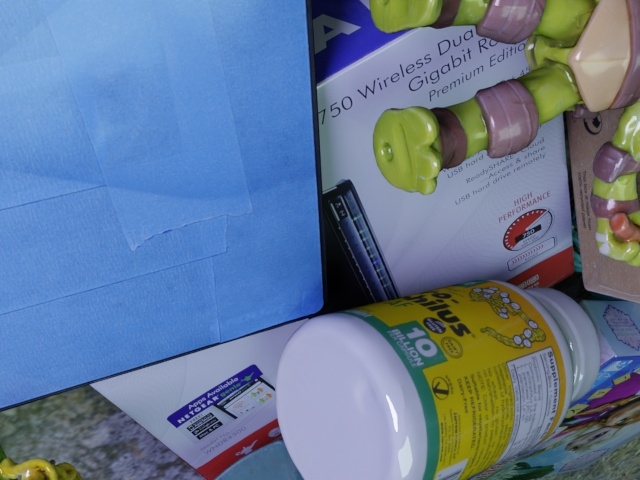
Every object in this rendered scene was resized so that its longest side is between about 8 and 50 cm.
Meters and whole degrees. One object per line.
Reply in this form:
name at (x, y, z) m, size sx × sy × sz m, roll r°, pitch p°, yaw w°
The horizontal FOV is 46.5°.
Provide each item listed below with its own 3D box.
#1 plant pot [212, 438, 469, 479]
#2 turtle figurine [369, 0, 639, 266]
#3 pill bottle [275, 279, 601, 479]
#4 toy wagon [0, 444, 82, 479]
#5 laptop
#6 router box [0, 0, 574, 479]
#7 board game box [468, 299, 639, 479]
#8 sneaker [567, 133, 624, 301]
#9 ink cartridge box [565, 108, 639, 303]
plant pot at (0.020, 0.319, 0.587) m, size 0.341 × 0.341 × 0.334 m, roll -24°, pitch 150°, yaw -9°
turtle figurine at (0.132, -0.103, 0.350) m, size 0.217 × 0.087 × 0.270 m, roll -9°, pitch 123°, yaw -18°
pill bottle at (0.085, 0.088, 0.477) m, size 0.208 × 0.117 × 0.118 m, roll -8°, pitch 135°, yaw -38°
toy wagon at (-0.294, 0.174, 0.383) m, size 0.344 × 0.068 × 0.267 m, roll -26°, pitch 179°, yaw 0°
laptop at (-0.145, -0.015, 0.191) m, size 0.381 × 0.408 × 0.237 m, roll -16°, pitch 96°, yaw -15°
router box at (0.000, 0.000, 0.500) m, size 0.335 × 0.082 × 0.301 m, roll -31°, pitch 140°, yaw -2°
board game box at (0.294, 0.180, 0.834) m, size 0.317 × 0.066 × 0.319 m, roll 3°, pitch 140°, yaw -35°
sneaker at (0.258, -0.013, 0.642) m, size 0.110 × 0.107 × 0.275 m, roll -31°, pitch 140°, yaw 13°
ink cartridge box at (0.260, -0.093, 0.484) m, size 0.193 × 0.088 × 0.235 m, roll -15°, pitch 102°, yaw -19°
